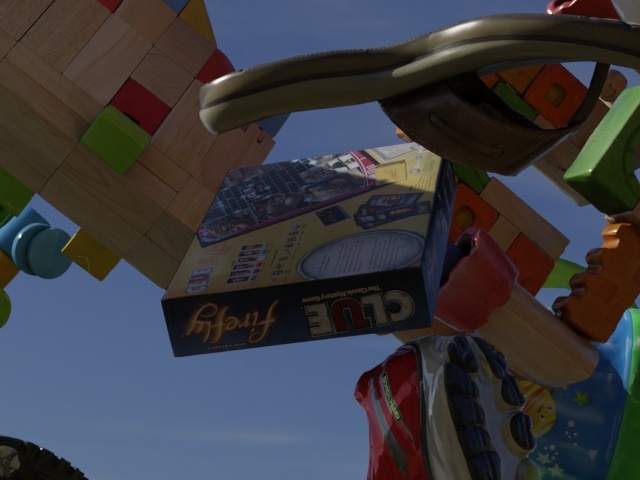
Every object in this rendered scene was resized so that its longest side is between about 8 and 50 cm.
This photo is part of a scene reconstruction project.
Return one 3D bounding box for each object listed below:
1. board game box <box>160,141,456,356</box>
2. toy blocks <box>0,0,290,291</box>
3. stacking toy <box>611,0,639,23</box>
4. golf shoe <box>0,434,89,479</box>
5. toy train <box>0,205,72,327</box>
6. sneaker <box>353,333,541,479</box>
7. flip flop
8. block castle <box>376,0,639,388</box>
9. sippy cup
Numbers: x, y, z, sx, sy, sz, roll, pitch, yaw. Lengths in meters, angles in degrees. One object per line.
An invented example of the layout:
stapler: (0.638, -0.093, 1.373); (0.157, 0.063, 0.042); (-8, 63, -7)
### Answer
board game box: (0.000, 0.000, 1.259); (0.165, 0.042, 0.243); (-7, 20, 11)
toy blocks: (-0.180, -0.146, 1.754); (0.381, 0.261, 0.191); (38, -41, -7)
stacking toy: (0.352, -0.307, 1.257); (0.350, 0.480, 0.350); (33, -20, 14)
golf shoe: (-0.301, 0.176, 1.368); (0.272, 0.105, 0.120); (5, 7, -22)
toy train: (-0.361, 0.061, 1.905); (0.143, 0.248, 0.105); (21, -26, 54)
sneaker: (0.079, 0.199, 1.159); (0.118, 0.279, 0.107); (-19, -20, 41)
flip flop: (0.069, -0.069, 0.980); (0.277, 0.080, 0.112); (-7, 1, 19)
block castle: (0.212, -0.089, 1.735); (0.213, 0.453, 0.303); (39, -14, -12)
sippy cup: (0.225, 0.166, 2.004); (0.224, 0.240, 0.305); (11, 19, 0)
